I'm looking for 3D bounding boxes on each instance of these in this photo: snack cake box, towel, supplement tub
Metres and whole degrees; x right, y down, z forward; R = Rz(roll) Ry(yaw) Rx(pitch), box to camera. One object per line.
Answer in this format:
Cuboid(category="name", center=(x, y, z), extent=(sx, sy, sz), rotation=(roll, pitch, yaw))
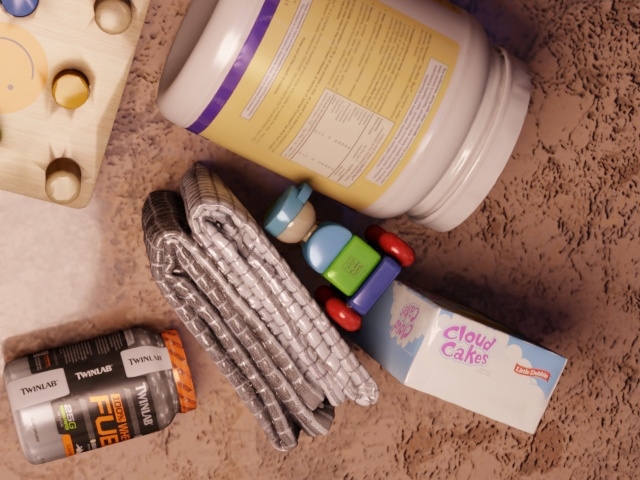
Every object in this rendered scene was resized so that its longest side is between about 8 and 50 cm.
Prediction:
Cuboid(category="snack cake box", center=(0.136, 0.112, 1.598), extent=(0.152, 0.264, 0.089), rotation=(24, 92, -15))
Cuboid(category="towel", center=(-0.077, 0.069, 1.562), extent=(0.121, 0.235, 0.284), rotation=(-37, 103, -2))
Cuboid(category="supplement tub", center=(-0.235, 0.162, 1.599), extent=(0.190, 0.117, 0.117), rotation=(-15, 101, -10))
Cuboid(category="supplement tub", center=(0.025, -0.168, 1.545), extent=(0.331, 0.241, 0.241), rotation=(26, 92, -15))

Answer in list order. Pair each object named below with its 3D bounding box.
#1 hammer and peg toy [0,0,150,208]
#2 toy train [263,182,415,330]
Cuboid(category="hammer and peg toy", center=(-0.371, -0.197, 1.487), extent=(0.361, 0.127, 0.266), rotation=(16, 106, -15))
Cuboid(category="toy train", center=(0.000, 0.000, 1.567), extent=(0.143, 0.248, 0.105), rotation=(40, 90, -9))
